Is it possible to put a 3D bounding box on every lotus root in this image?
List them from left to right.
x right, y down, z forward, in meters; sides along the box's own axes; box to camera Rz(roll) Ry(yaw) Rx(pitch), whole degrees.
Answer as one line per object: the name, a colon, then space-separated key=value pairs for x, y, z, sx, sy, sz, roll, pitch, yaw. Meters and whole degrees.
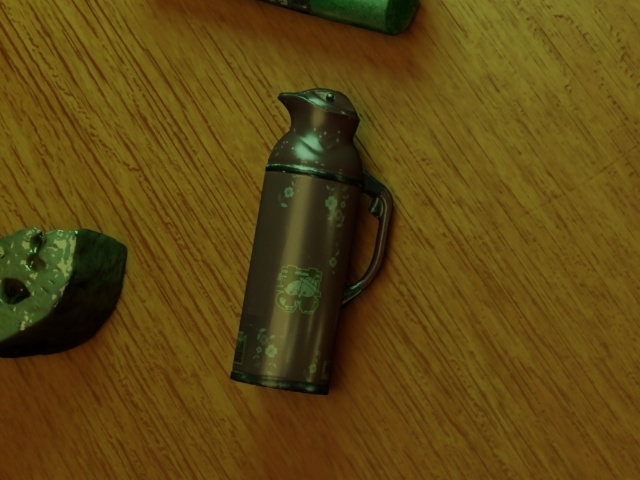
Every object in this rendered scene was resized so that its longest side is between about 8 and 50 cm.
lotus root: x=-0.345 y=0.062 z=1.888 sx=0.235 sy=0.119 sz=0.138 roll=-15 pitch=80 yaw=16

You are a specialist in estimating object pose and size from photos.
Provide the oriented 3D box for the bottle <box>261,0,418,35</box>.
bottle: x=-0.051 y=-0.312 z=1.830 sx=0.330 sy=0.093 sz=0.093 roll=19 pitch=91 yaw=22

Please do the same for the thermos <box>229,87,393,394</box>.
thermos: x=-0.005 y=-0.001 z=1.771 sx=0.136 sy=0.109 sz=0.330 roll=8 pitch=87 yaw=22
